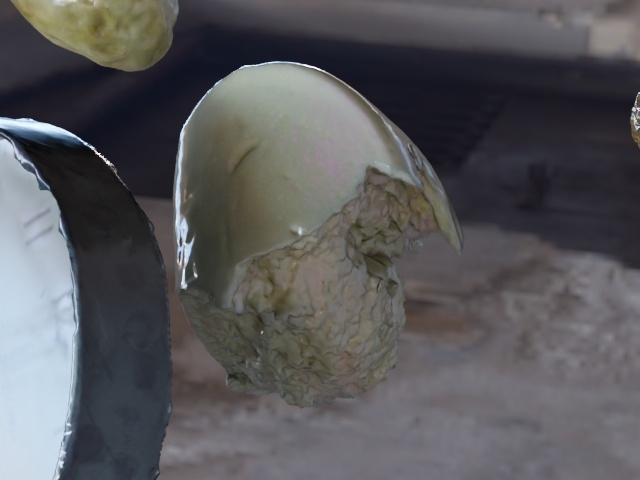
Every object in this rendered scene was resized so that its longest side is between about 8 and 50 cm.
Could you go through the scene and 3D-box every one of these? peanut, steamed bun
[{"bbox_3d":[-0.156,-0.203,1.168,0.103,0.098,0.229,39,152,56],"label":"peanut"},{"bbox_3d":[0.000,0.000,1.200,0.225,0.170,0.200,48,-136,-77],"label":"steamed bun"}]

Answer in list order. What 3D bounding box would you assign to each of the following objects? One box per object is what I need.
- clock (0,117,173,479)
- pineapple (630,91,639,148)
[{"bbox_3d":[-0.207,0.080,1.087,0.061,0.312,0.313,10,-94,-46],"label":"clock"},{"bbox_3d":[0.340,-0.098,1.649,0.074,0.159,0.074,-7,-79,-40],"label":"pineapple"}]
